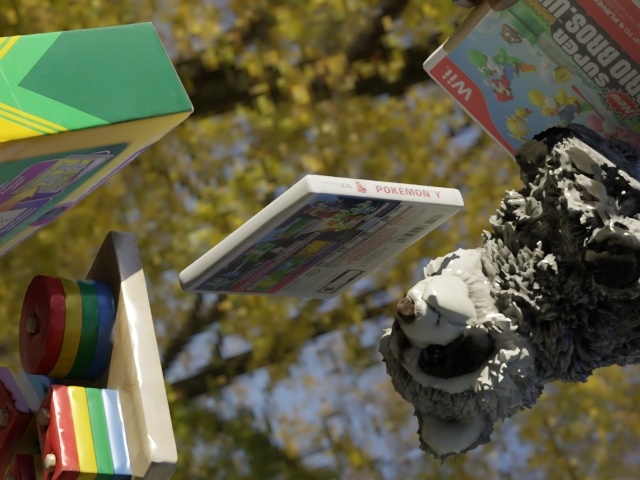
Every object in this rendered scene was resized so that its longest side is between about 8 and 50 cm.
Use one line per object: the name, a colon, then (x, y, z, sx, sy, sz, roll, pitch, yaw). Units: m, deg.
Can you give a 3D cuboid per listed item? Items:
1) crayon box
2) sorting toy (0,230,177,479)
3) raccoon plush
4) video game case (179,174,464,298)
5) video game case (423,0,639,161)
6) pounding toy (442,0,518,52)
crayon box: (-0.343, -0.053, 1.692, 0.363, 0.313, 0.106, -33, -101, 34)
sorting toy: (-0.228, 0.163, 1.692, 0.257, 0.089, 0.255, 120, -33, -41)
raccoon plush: (0.271, 0.100, 1.792, 0.299, 0.446, 0.216, -54, -157, 26)
video game case: (0.000, 0.000, 1.747, 0.201, 0.183, 0.023, -35, -119, 42)
video game case: (0.237, -0.160, 1.823, 0.204, 0.025, 0.285, 45, -33, -3)
pounding toy: (0.148, -0.222, 1.578, 0.130, 0.141, 0.100, -21, 95, -78)
